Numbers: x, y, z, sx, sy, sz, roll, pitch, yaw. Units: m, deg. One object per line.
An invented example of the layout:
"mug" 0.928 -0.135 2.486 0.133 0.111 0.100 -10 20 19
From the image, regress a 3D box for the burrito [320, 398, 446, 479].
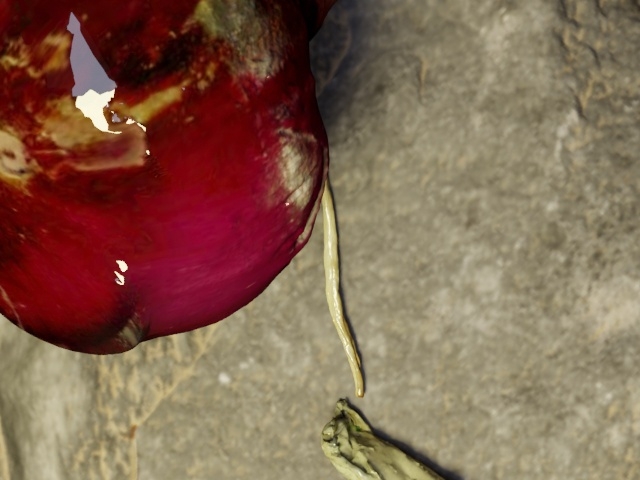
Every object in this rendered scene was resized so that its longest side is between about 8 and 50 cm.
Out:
"burrito" 0.093 0.226 1.345 0.229 0.063 0.058 40 75 0

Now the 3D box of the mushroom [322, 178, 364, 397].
"mushroom" 0.006 -0.001 1.333 0.028 0.026 0.286 -11 101 25

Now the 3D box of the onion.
"onion" -0.122 -0.142 1.199 0.398 0.420 0.398 29 137 32
